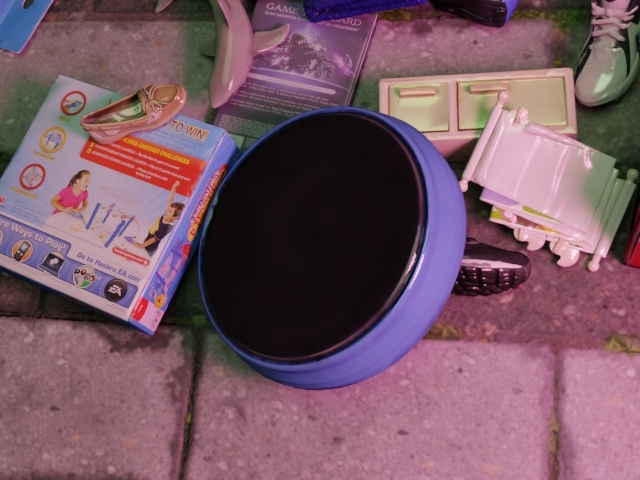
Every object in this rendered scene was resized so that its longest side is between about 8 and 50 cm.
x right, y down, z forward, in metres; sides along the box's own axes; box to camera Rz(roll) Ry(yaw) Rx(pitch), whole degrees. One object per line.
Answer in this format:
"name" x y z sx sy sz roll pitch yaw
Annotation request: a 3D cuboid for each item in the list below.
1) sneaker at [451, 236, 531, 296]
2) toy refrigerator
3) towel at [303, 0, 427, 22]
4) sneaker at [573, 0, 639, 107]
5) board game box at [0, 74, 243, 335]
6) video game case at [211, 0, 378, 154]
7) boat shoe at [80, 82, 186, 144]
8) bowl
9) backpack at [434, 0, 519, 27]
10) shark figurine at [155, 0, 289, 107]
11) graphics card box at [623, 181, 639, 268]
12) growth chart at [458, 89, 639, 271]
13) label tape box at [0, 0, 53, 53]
"sneaker" 0.146 -0.001 1.362 0.283 0.107 0.124 3 67 11
"toy refrigerator" 0.221 -0.176 1.409 0.270 0.094 0.102 -2 72 10
"towel" 0.102 -0.473 1.500 0.228 0.076 0.308 -3 62 40
"sneaker" 0.401 -0.312 1.372 0.094 0.153 0.235 33 92 39
"board game box" -0.316 -0.058 1.449 0.308 0.086 0.302 21 76 21
"video game case" -0.043 -0.239 1.511 0.196 0.026 0.274 14 74 14
"boat shoe" -0.264 -0.185 1.408 0.153 0.048 0.056 -20 66 8
"bowl" 0.000 0.000 1.318 0.391 0.077 0.391 -13 64 30
"backpack" 0.241 -0.382 1.471 0.120 0.098 0.101 30 77 18
"shark figurine" -0.164 -0.355 1.506 0.166 0.116 0.278 -33 65 3
"graphics card box" 0.483 -0.163 1.287 0.094 0.233 0.370 12 74 14
"growth chart" 0.305 -0.073 1.345 0.237 0.021 0.172 30 103 3
"label tape box" -0.594 -0.484 1.638 0.348 0.115 0.249 23 77 18
